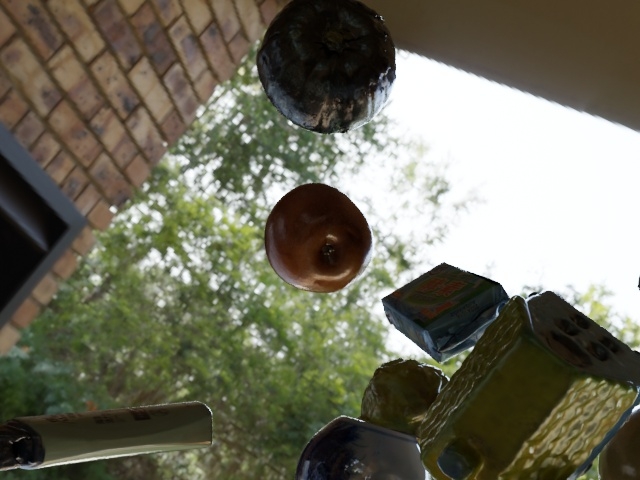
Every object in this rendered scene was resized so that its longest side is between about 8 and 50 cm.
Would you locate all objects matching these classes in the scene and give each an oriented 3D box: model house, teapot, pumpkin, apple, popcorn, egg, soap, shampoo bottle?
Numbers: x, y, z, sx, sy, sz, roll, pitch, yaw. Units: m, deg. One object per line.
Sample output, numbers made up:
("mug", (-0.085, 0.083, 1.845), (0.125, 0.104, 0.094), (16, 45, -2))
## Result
("model house", (0.265, 0.214, 1.062), (0.215, 0.237, 0.303), (40, 20, 22))
("teapot", (0.069, 0.477, 1.524), (0.252, 0.280, 0.424), (19, -10, -13))
("pumpkin", (0.013, -0.285, 1.324), (0.233, 0.233, 0.163), (34, -25, 3))
("apple", (0.000, 0.000, 1.495), (0.201, 0.201, 0.162), (46, -2, -29))
("popcorn", (0.178, 0.385, 1.766), (0.276, 0.276, 0.225), (40, -20, -14))
("egg", (0.609, 0.405, 1.414), (0.250, 0.250, 0.322), (32, 4, 9))
("soap", (0.210, 0.116, 1.393), (0.077, 0.156, 0.293), (63, -10, -14))
("shampoo bottle", (-0.351, 0.312, 1.316), (0.359, 0.078, 0.134), (1, -2, -30))

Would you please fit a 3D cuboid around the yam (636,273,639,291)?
("yam", (0.669, 0.113, 1.457), (0.356, 0.081, 0.081), (23, -7, -41))
